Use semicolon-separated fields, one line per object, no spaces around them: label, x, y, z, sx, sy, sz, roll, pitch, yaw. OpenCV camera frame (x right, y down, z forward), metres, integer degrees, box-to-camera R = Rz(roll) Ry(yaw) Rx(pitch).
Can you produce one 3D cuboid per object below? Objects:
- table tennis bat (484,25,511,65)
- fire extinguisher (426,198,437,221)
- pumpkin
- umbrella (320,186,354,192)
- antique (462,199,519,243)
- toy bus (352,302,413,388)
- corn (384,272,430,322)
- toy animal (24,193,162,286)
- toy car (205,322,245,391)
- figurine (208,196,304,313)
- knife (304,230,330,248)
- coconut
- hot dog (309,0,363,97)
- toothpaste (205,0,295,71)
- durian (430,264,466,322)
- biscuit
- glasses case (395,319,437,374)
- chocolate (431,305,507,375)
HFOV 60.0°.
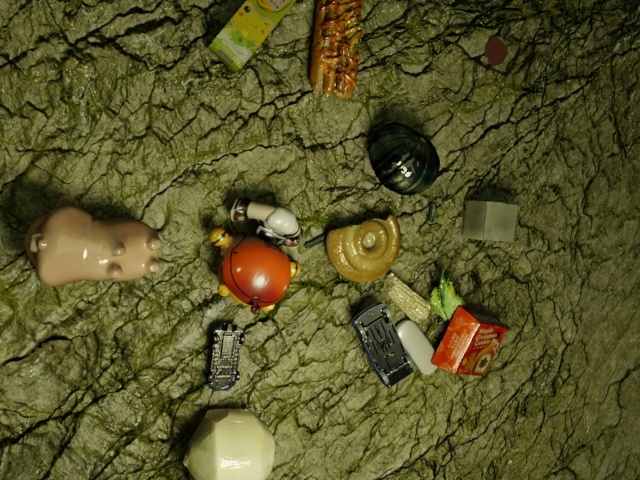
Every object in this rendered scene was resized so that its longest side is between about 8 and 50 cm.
table tennis bat;0.652;-0.713;2.023;0.095;0.014;0.158;31;85;-22
fire extinguisher;0.393;-0.109;1.963;0.038;0.025;0.083;11;91;-2
pumpkin;0.262;-0.261;1.801;0.250;0.216;0.249;23;56;-39
umbrella;0.056;-0.166;1.810;0.122;0.013;0.022;-4;76;-23
antique;0.608;-0.069;1.996;0.152;0.148;0.146;5;93;-24
toy bus;0.198;0.342;1.863;0.125;0.133;0.292;-30;109;-13
corn;0.294;0.203;1.919;0.211;0.087;0.087;40;79;-21
toy animal;-0.584;0.014;1.434;0.326;0.269;0.237;5;95;-57
toy car;-0.292;0.352;1.679;0.103;0.063;0.216;5;99;-24
figurine;-0.179;0.056;1.626;0.320;0.196;0.323;24;75;-31
knife;0.000;0.000;1.800;0.121;0.018;0.031;-24;103;-19
coconut;-0.276;0.616;1.622;0.247;0.245;0.244;11;91;-24
hot dog;0.057;-0.614;1.705;0.158;0.117;0.348;5;93;-25
toothpaste;-0.190;-0.646;1.612;0.110;0.077;0.327;40;79;-22
durian;0.455;0.207;1.968;0.132;0.106;0.375;-37;131;-7
biscuit;0.156;0.029;1.824;0.274;0.091;0.213;-22;106;-28
glasses case;0.343;0.380;1.971;0.092;0.059;0.233;-44;110;-16
chocolate;0.539;0.368;1.984;0.237;0.108;0.234;18;99;-42
